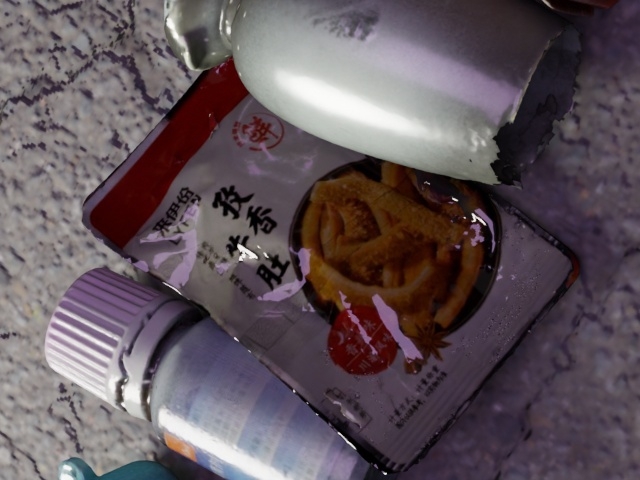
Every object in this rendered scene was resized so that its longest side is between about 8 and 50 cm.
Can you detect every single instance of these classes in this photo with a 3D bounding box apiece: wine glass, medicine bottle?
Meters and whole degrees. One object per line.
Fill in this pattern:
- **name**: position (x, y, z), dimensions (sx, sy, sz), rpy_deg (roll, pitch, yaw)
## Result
- **wine glass**: position (0.025, -0.102, 0.826), dimensions (0.204, 0.111, 0.111), rpy_deg (25, 104, 20)
- **medicine bottle**: position (-0.053, 0.083, 0.891), dimensions (0.203, 0.083, 0.083), rpy_deg (27, 104, 19)

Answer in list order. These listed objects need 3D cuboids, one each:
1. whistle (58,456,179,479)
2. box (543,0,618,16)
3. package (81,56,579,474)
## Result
- **whistle**: position (-0.066, 0.228, 0.891), dimensions (0.274, 0.093, 0.186), rpy_deg (51, 136, 18)
- **box**: position (0.091, -0.202, 0.779), dimensions (0.099, 0.133, 0.182), rpy_deg (-44, 80, 19)
- **package**: position (0.000, 0.000, 0.865), dimensions (0.239, 0.030, 0.154), rpy_deg (37, 78, 21)
